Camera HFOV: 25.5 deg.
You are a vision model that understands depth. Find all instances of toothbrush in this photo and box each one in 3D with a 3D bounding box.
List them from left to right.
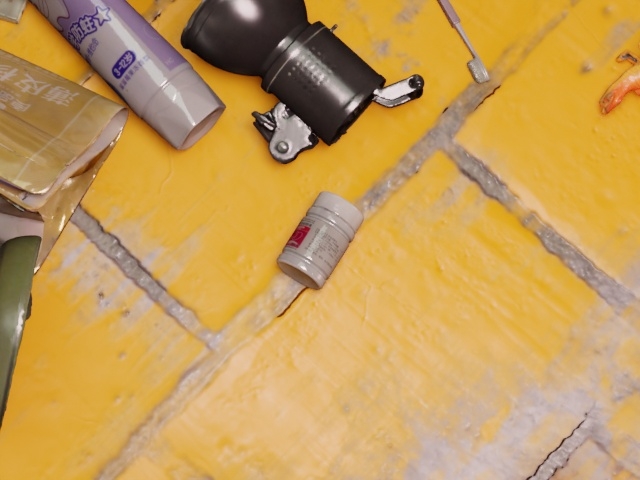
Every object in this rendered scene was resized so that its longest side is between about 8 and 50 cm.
[{"bbox_3d":[0.143,-0.261,1.611,0.017,0.014,0.194,-23,75,-7],"label":"toothbrush"}]

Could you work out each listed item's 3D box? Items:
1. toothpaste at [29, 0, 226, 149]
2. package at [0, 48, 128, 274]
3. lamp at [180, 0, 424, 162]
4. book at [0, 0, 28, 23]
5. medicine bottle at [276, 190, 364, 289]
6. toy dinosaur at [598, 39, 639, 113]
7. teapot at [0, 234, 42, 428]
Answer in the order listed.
[{"bbox_3d":[-0.256,-0.252,1.546,0.371,0.125,0.080,47,57,6],"label":"toothpaste"},{"bbox_3d":[-0.392,-0.133,1.484,0.311,0.165,0.221,27,74,6],"label":"package"},{"bbox_3d":[-0.025,-0.183,1.532,0.227,0.147,0.172,44,90,4],"label":"lamp"},{"bbox_3d":[-0.392,-0.410,1.644,0.208,0.020,0.295,18,74,3],"label":"book"},{"bbox_3d":[0.000,0.000,1.505,0.058,0.058,0.091,30,75,8],"label":"medicine bottle"},{"bbox_3d":[0.434,-0.214,1.577,0.288,0.070,0.117,-35,88,-7],"label":"toy dinosaur"},{"bbox_3d":[-0.461,0.082,1.382,0.337,0.270,0.200,12,33,-12],"label":"teapot"}]
